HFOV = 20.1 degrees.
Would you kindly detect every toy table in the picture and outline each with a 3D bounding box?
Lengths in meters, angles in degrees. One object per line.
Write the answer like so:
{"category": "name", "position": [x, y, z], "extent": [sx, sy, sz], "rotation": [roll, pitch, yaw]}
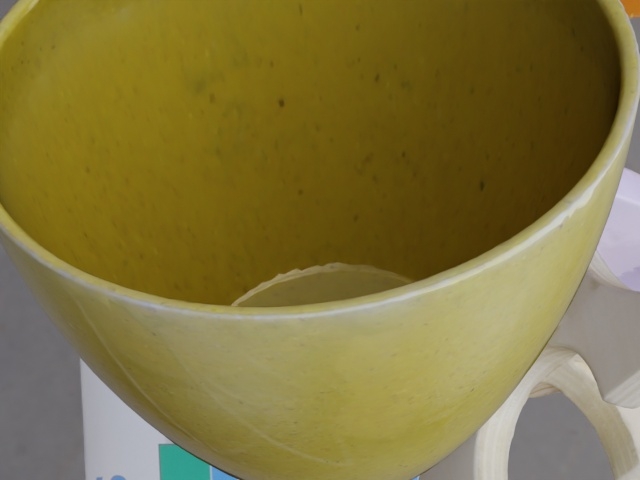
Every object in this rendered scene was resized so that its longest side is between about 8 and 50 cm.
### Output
{"category": "toy table", "position": [0.131, 0.060, 1.079], "extent": [0.274, 0.252, 0.161], "rotation": [8, 52, -19]}

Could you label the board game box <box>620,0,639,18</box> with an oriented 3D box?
{"category": "board game box", "position": [0.159, -0.368, 1.071], "extent": [0.356, 0.356, 0.356], "rotation": [-78, 160, -54]}

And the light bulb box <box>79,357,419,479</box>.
{"category": "light bulb box", "position": [-0.031, 0.158, 1.517], "extent": [0.361, 0.225, 0.358], "rotation": [-14, 102, -74]}

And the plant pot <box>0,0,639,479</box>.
{"category": "plant pot", "position": [0.000, 0.000, 0.387], "extent": [0.134, 0.134, 0.095], "rotation": [-47, 146, -33]}
